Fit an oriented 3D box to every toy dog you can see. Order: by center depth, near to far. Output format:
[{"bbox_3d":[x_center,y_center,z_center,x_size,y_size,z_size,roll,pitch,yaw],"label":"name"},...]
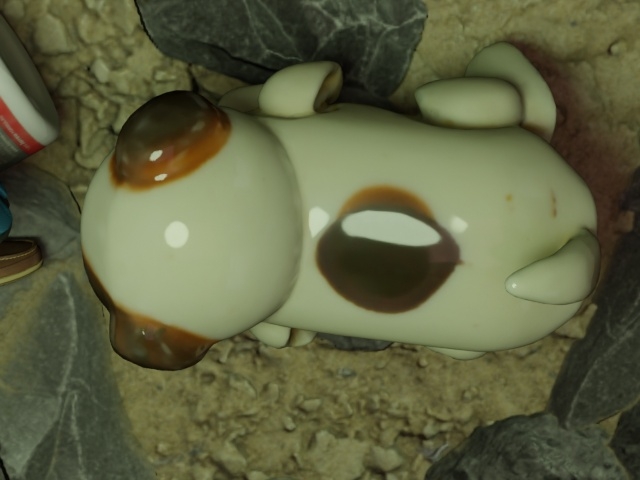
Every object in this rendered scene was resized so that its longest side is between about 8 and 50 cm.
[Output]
[{"bbox_3d":[0.000,0.000,1.261,0.407,0.395,0.285,0,117,-17],"label":"toy dog"}]

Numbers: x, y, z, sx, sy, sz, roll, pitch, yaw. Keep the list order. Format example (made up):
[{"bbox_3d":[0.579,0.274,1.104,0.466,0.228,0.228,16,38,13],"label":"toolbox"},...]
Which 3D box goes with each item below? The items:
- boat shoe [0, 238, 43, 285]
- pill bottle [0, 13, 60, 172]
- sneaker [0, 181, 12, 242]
[{"bbox_3d":[-0.350,0.013,1.377,0.178,0.064,0.060,-4,110,-4],"label":"boat shoe"},{"bbox_3d":[-0.386,-0.089,1.287,0.283,0.161,0.161,-30,110,3],"label":"pill bottle"},{"bbox_3d":[-0.383,-0.113,1.145,0.139,0.125,0.341,-33,81,7],"label":"sneaker"}]
